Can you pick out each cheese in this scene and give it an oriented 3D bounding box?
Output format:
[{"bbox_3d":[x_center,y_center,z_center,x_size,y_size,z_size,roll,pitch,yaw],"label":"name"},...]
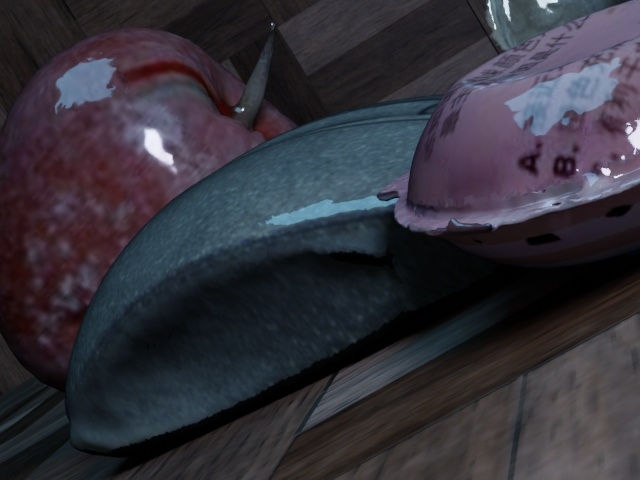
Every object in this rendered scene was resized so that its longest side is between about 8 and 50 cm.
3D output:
[{"bbox_3d":[0.136,-0.048,0.534,0.286,0.074,0.189,-9,21,46],"label":"cheese"}]

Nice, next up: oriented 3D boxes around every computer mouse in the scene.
[{"bbox_3d":[-0.002,-0.002,0.770,0.374,0.114,0.203,-29,3,29],"label":"computer mouse"}]

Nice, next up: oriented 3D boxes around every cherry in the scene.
[{"bbox_3d":[-0.103,-0.026,0.994,0.285,0.236,0.213,-57,-3,13],"label":"cherry"}]

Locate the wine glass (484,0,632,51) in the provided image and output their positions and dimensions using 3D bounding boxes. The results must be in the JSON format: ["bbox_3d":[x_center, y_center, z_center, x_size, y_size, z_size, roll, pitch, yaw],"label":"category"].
[{"bbox_3d":[0.244,-0.196,0.886,0.190,0.190,0.357,-32,-1,-19],"label":"wine glass"}]
